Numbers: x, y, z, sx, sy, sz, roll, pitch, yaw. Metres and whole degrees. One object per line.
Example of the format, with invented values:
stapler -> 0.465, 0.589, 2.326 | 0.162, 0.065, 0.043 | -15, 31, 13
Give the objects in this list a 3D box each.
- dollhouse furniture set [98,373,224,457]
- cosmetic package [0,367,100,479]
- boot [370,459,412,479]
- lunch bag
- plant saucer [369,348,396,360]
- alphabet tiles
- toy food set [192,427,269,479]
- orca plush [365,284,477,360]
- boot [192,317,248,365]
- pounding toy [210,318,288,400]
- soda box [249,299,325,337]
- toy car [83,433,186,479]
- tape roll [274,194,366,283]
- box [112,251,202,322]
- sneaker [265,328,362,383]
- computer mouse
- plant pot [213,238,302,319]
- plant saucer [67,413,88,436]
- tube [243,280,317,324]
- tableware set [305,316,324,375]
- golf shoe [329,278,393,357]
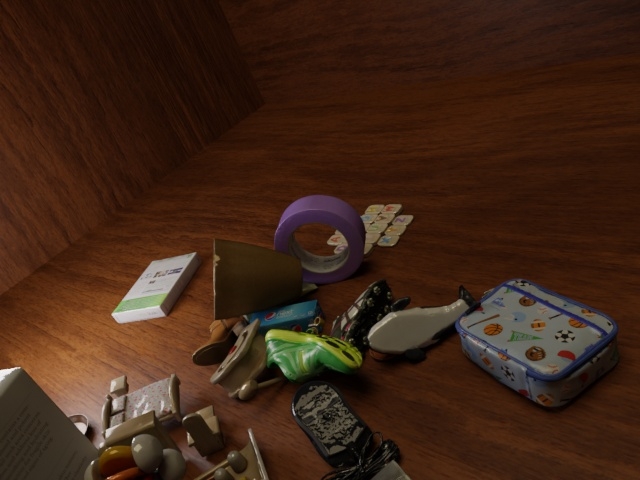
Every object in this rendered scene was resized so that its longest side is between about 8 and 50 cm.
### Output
dollhouse furniture set -> -0.429, 0.397, 1.375 | 0.303, 0.174, 0.356 | -21, 35, -4
cosmetic package -> -0.757, 0.551, 1.205 | 0.327, 0.394, 0.329 | -13, 30, 21
boot -> 0.098, 0.513, 0.959 | 0.208, 0.076, 0.189 | -25, 30, -13
lunch bag -> 0.453, 0.198, 1.150 | 0.243, 0.115, 0.303 | -31, 31, -16
plant saucer -> 0.164, 0.270, 1.351 | 0.083, 0.013, 0.083 | -18, 30, 11
alphabet tiles -> 0.168, -0.038, 1.849 | 0.277, 0.021, 0.284 | 2, 39, 40
toy food set -> -0.250, 0.550, 1.128 | 0.306, 0.092, 0.220 | -30, 29, -8
orca plush -> 0.238, 0.197, 1.331 | 0.287, 0.151, 0.102 | -34, -1, -10
boot -> -0.312, 0.293, 1.625 | 0.197, 0.073, 0.152 | -24, 28, -23
pounding toy -> -0.182, 0.349, 1.433 | 0.154, 0.155, 0.269 | -45, 10, 25
soda box -> -0.097, 0.236, 1.553 | 0.210, 0.067, 0.071 | -13, 30, 19
toy car -> -0.360, 0.484, 1.057 | 0.159, 0.182, 0.136 | -31, 40, 5
tape roll -> 0.000, 0.000, 1.651 | 0.274, 0.275, 0.090 | -15, 30, 18
box -> -0.620, 0.178, 2.064 | 0.232, 0.059, 0.322 | -11, 31, 24
sneaker -> -0.018, 0.288, 1.297 | 0.295, 0.109, 0.124 | 1, 81, 44
computer mouse -> 0.029, 0.420, 1.163 | 0.188, 0.072, 0.272 | -30, 41, -13
plant pot -> -0.187, 0.111, 1.589 | 0.254, 0.237, 0.237 | -1, 26, -13
plant saucer -> -0.730, 0.571, 1.529 | 0.168, 0.029, 0.168 | -18, 30, 11
tube -> -0.129, 0.184, 1.682 | 0.240, 0.070, 0.062 | -29, -14, -15
tableware set -> -0.014, 0.273, 1.379 | 0.104, 0.024, 0.154 | -24, 50, 45
golf shoe -> 0.097, 0.200, 1.432 | 0.120, 0.105, 0.273 | -6, 33, 43
